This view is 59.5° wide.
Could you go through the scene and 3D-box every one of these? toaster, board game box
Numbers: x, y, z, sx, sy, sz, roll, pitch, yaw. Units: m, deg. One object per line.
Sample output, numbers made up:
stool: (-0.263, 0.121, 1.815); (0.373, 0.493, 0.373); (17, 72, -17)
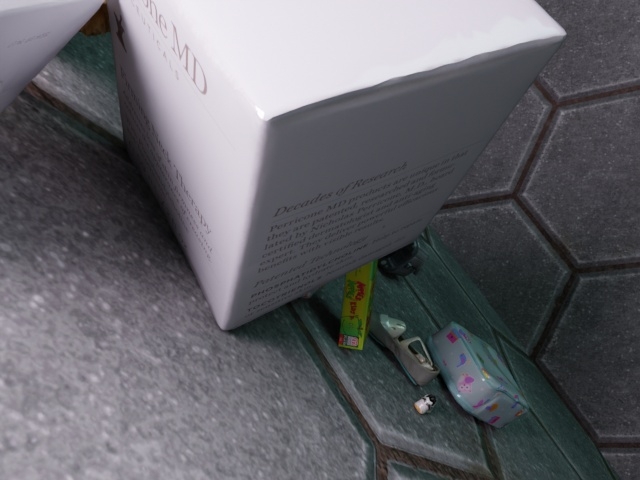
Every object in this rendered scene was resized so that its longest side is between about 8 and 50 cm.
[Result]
toaster: (0.200, -0.003, 1.548); (0.146, 0.129, 0.227); (31, 24, -58)
board game box: (0.068, 0.085, 0.963); (0.043, 0.181, 0.092); (8, 13, 10)

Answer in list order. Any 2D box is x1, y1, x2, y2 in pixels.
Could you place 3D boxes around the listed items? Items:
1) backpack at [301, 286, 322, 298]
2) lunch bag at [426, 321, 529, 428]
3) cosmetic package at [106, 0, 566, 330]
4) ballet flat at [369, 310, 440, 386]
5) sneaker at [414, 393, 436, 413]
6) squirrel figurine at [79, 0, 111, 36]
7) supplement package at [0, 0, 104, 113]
backpack: (-0.038, -0.007, 0.922); (0.166, 0.144, 0.188); (41, 25, -45)
lunch bag: (0.379, 0.323, 1.356); (0.279, 0.108, 0.224); (36, 19, -42)
cosmetic package: (-0.028, -0.162, 0.649); (0.329, 0.327, 0.394); (57, -27, 20)
ballet flat: (0.159, 0.198, 1.118); (0.213, 0.068, 0.072); (49, 17, -7)
sneaker: (0.209, 0.310, 1.069); (0.032, 0.037, 0.083); (55, 16, 17)
squirrel figurine: (-0.325, -0.436, 0.621); (0.397, 0.370, 0.281); (58, 32, -30)
supplement package: (-0.317, -0.170, 0.426); (0.145, 0.204, 0.262); (47, 17, -21)
